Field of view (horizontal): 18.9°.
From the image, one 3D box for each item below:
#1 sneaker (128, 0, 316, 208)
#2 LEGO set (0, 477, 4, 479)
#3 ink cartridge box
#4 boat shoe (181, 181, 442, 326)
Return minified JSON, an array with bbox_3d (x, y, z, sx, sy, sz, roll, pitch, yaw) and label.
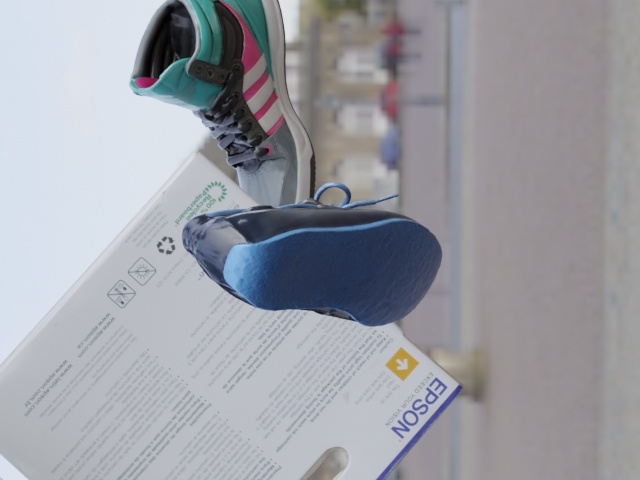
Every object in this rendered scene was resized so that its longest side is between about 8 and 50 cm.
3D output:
[{"bbox_3d":[-0.111,-0.142,2.039,0.123,0.178,0.296,-21,78,46],"label":"sneaker"},{"bbox_3d":[-0.385,0.172,1.612,0.107,0.287,0.132,-53,19,31],"label":"LEGO set"},{"bbox_3d":[-0.098,0.146,1.740,0.324,0.330,0.071,-48,-5,-7],"label":"ink cartridge box"},{"bbox_3d":[0.000,0.000,1.422,0.258,0.089,0.109,17,-80,-57],"label":"boat shoe"}]
